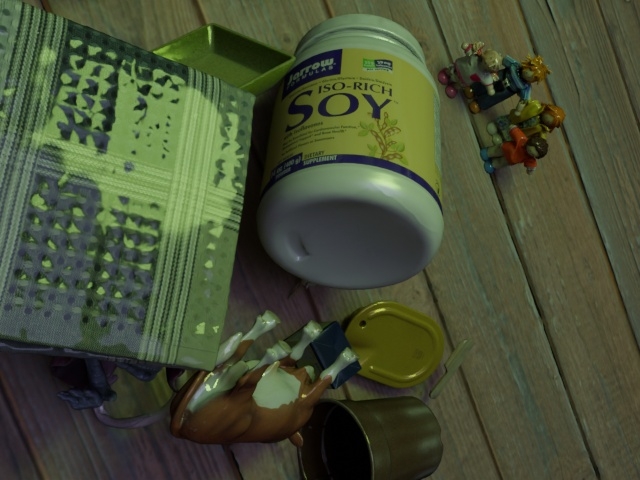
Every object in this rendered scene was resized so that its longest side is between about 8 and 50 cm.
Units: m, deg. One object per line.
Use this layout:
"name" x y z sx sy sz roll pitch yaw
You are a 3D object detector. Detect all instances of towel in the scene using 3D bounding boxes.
"towel" -0.224 -0.045 0.704 0.312 0.056 0.324 16 72 -30

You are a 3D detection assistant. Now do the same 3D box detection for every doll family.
"doll family" 0.338 -0.249 1.284 0.118 0.163 0.263 -38 103 -29

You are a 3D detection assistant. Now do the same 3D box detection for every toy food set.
"toy food set" 0.122 0.163 1.163 0.218 0.071 0.128 26 95 -24

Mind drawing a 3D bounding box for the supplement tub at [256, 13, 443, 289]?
"supplement tub" 0.047 -0.126 1.008 0.241 0.241 0.331 25 50 -26

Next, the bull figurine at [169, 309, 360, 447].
"bull figurine" -0.063 0.191 0.929 0.188 0.101 0.310 -53 156 9

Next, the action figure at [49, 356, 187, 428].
"action figure" -0.212 0.010 0.907 0.248 0.276 0.370 -10 55 6

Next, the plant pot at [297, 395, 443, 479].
"plant pot" 0.080 0.301 1.067 0.165 0.167 0.167 -3 85 -39

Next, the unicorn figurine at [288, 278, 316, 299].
"unicorn figurine" 0.000 0.000 1.108 0.162 0.060 0.111 -31 95 -28

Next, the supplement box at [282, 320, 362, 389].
"supplement box" 0.001 0.168 1.072 0.056 0.083 0.083 -32 100 -32

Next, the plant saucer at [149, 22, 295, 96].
"plant saucer" -0.159 -0.222 0.998 0.188 0.188 0.045 -36 139 -30
